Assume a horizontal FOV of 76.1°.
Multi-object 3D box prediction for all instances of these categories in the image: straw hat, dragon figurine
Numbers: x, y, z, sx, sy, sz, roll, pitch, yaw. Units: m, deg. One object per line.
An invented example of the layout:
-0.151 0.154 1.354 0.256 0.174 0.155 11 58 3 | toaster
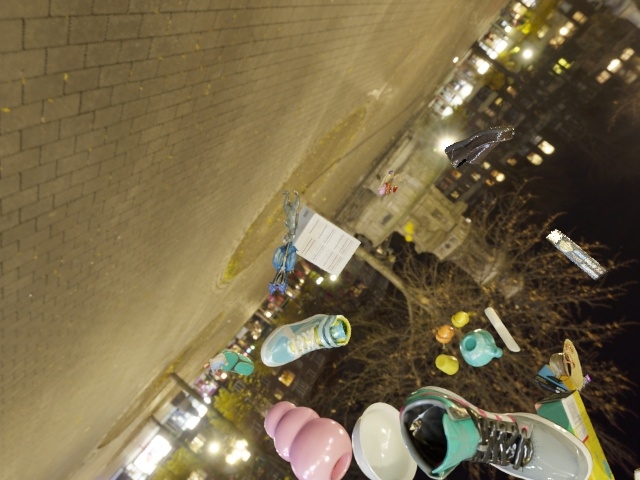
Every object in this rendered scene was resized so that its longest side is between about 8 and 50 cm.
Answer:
0.733 0.375 1.237 0.061 0.144 0.144 -20 -159 42 | straw hat
-0.139 0.072 1.605 0.144 0.085 0.288 -77 179 -82 | dragon figurine

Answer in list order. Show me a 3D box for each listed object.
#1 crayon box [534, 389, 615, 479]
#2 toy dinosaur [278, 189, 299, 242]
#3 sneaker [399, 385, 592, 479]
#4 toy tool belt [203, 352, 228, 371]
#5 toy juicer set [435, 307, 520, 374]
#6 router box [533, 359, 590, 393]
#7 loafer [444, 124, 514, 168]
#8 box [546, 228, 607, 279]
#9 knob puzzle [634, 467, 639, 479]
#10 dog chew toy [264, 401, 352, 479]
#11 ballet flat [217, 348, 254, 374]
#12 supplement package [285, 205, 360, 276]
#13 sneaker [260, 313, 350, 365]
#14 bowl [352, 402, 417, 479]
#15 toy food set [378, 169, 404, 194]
0.708 0.589 1.114 0.081 0.318 0.202 -28 153 34 | crayon box
-0.103 -0.108 1.415 0.064 0.118 0.268 -9 141 -16 | toy dinosaur
0.252 0.317 0.649 0.179 0.296 0.123 10 86 -53 | sneaker
-0.379 0.451 1.484 0.083 0.051 0.052 -32 153 -5 | toy tool belt
0.566 0.354 1.497 0.329 0.090 0.209 -35 -141 40 | toy juicer set
1.060 0.613 1.802 0.133 0.046 0.179 -41 -161 -13 | router box
0.429 -0.247 1.096 0.080 0.078 0.220 -17 -178 -21 | loafer
0.910 0.045 1.466 0.051 0.175 0.220 -49 169 20 | box
0.848 0.576 0.964 0.213 0.213 0.030 -52 -167 33 | knob puzzle
-0.058 0.660 1.370 0.207 0.332 0.206 -22 121 -42 | dog chew toy
-0.360 0.479 1.639 0.083 0.087 0.247 -53 144 -11 | ballet flat
0.000 0.000 1.890 0.198 0.263 0.199 -56 -158 4 | supplement package
-0.033 0.331 1.390 0.319 0.126 0.208 -22 -177 -38 | sneaker
0.223 0.797 1.578 0.134 0.298 0.298 -41 -175 36 | bowl
0.195 -0.163 1.172 0.122 0.019 0.077 6 114 -59 | toy food set
